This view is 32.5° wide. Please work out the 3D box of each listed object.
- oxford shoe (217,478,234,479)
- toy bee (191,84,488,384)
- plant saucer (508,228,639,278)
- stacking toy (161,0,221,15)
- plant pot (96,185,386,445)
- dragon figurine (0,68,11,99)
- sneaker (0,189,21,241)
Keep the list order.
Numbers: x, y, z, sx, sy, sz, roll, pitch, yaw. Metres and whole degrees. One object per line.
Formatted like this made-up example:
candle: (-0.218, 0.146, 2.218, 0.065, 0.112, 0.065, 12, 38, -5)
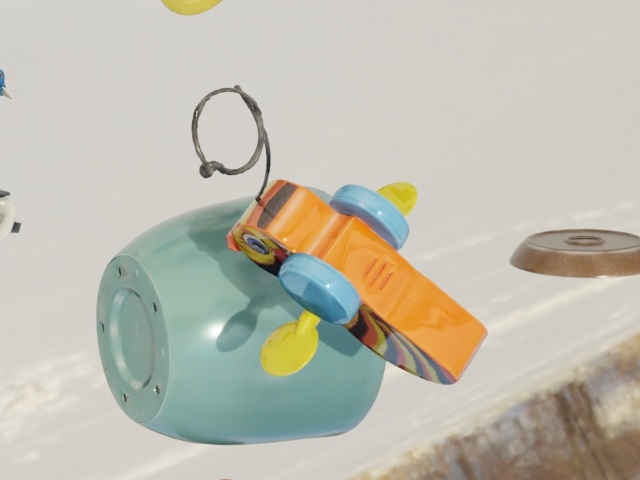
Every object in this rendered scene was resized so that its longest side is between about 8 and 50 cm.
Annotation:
oxford shoe: (-0.169, 0.422, 1.371, 0.271, 0.097, 0.098, -58, 166, -10)
toy bee: (0.000, 0.000, 0.916, 0.195, 0.298, 0.162, -31, -170, -26)
plant saucer: (0.297, 0.011, 1.237, 0.168, 0.029, 0.168, -3, -170, 0)
stacking toy: (-0.168, -0.403, 1.100, 0.279, 0.130, 0.309, -2, 127, -53)
plant pot: (-0.105, 0.094, 1.214, 0.235, 0.293, 0.293, -7, 159, -35)
dragon figurine: (-0.434, -0.089, 1.250, 0.144, 0.289, 0.085, 3, -176, -28)
sneaker: (-0.493, -0.026, 1.514, 0.153, 0.094, 0.235, 13, 162, -16)
